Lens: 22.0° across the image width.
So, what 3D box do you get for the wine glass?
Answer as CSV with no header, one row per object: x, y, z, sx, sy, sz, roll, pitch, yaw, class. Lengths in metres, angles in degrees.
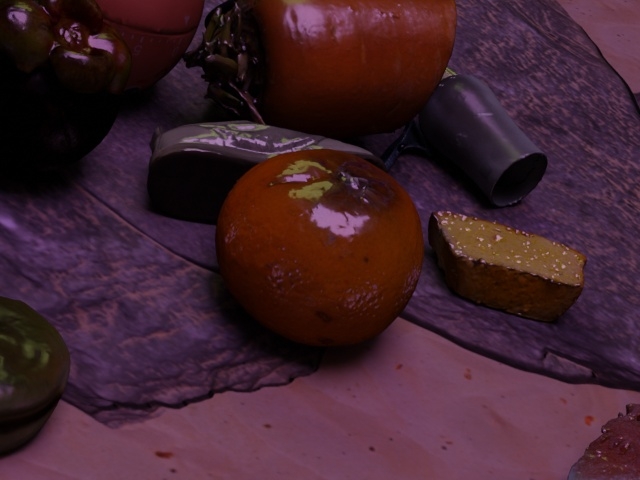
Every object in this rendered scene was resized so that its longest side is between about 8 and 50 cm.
0.178,-0.147,2.034,0.103,0.103,0.231,-10,50,-40,wine glass

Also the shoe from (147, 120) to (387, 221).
-0.060,-0.080,1.802,0.274,0.103,0.098,7,34,-21,shoe

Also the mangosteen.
-0.294,-0.171,1.708,0.209,0.210,0.210,15,33,-10,mangosteen

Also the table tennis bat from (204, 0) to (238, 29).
-0.041,-0.296,2.044,0.150,0.236,0.027,1,72,-49,table tennis bat

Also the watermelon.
0.326,0.230,1.607,0.154,0.094,0.241,18,30,12,watermelon

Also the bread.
0.206,0.027,1.837,0.187,0.065,0.103,16,35,-12,bread

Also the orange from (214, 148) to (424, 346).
0.000,0.000,1.657,0.224,0.170,0.224,17,32,-11,orange

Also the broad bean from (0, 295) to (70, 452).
-0.297,0.097,1.434,0.153,0.072,0.207,11,33,-27,broad bean

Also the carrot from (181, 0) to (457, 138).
-0.015,-0.209,1.936,0.331,0.214,0.193,0,22,-28,carrot

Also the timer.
-0.248,-0.282,1.885,0.229,0.215,0.230,20,31,-12,timer

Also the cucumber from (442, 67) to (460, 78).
0.169,-0.181,2.145,0.067,0.035,0.107,-30,58,-28,cucumber

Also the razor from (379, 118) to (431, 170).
0.078,-0.088,1.966,0.066,0.033,0.190,62,34,-15,razor
